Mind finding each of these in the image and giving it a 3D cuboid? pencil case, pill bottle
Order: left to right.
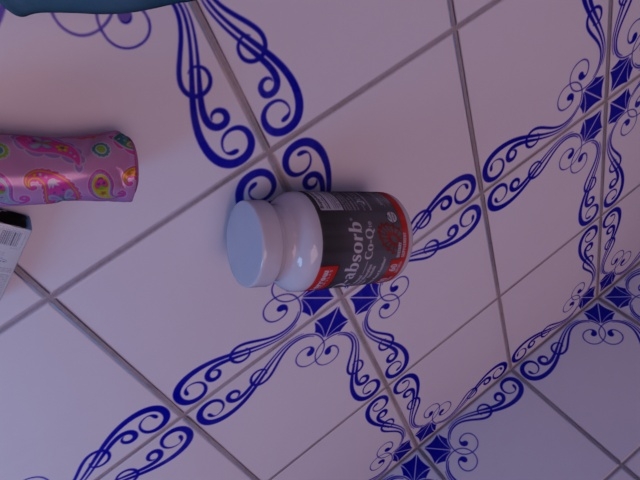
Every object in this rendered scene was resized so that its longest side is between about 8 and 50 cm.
[{"bbox_3d":[-0.431,-0.113,0.810,0.284,0.124,0.124,-4,121,-32],"label":"pencil case"},{"bbox_3d":[0.000,0.000,1.125,0.363,0.210,0.210,-4,121,-33],"label":"pill bottle"}]

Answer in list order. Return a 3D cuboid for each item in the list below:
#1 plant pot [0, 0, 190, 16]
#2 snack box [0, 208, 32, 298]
[{"bbox_3d":[-0.287,-0.398,0.634,0.255,0.272,0.272,-20,130,-5],"label":"plant pot"},{"bbox_3d":[-0.635,0.008,0.787,0.322,0.060,0.187,20,106,-42],"label":"snack box"}]
